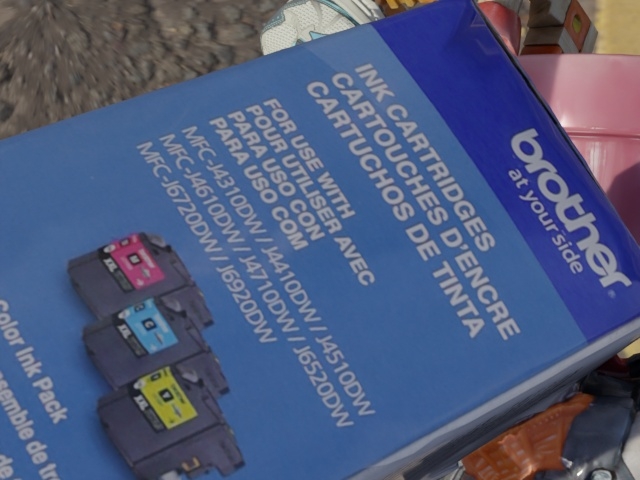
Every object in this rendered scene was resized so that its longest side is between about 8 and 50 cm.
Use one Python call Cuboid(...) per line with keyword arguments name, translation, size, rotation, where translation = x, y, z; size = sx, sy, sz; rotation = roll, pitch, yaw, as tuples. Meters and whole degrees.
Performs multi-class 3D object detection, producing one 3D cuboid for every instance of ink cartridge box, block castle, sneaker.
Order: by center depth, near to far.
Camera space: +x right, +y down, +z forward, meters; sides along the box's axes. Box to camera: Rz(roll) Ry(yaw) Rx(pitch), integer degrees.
Cuboid(name="ink cartridge box", translation=(-0.060, 0.066, 0.520), size=(0.395, 0.270, 0.151), rotation=(-21, 74, -32))
Cuboid(name="sneaker", translation=(0.015, -0.143, 1.182), size=(0.122, 0.283, 0.110), rotation=(-30, 122, -24))
Cuboid(name="block castle", translation=(0.228, -0.172, 1.897), size=(0.453, 0.303, 0.212), rotation=(46, 55, -43))

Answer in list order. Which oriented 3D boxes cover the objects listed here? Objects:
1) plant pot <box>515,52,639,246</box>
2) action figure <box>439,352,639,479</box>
Cuboid(name="plant pot", translation=(0.198, -0.029, 0.983), size=(0.201, 0.201, 0.180), rotation=(4, 90, -12))
Cuboid(name="action figure", translation=(0.209, 0.150, 0.725), size=(0.330, 0.178, 0.341), rotation=(47, 119, -2))
